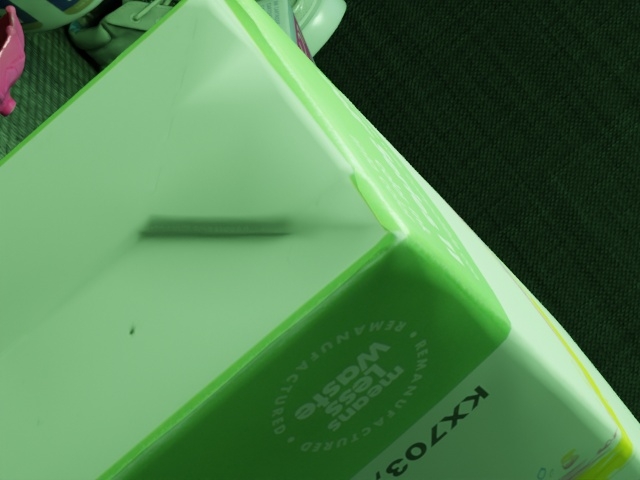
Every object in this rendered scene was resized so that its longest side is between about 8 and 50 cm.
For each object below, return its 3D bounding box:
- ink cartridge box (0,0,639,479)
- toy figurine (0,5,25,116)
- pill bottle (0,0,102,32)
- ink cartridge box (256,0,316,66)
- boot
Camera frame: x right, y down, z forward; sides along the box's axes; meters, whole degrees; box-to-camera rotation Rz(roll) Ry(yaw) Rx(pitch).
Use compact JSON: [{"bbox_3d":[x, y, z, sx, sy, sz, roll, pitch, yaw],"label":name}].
[{"bbox_3d":[0.001,0.095,0.628,0.119,0.207,0.353,54,8,36],"label":"ink cartridge box"},{"bbox_3d":[-0.214,-0.115,0.899,0.173,0.130,0.159,27,-20,29],"label":"toy figurine"},{"bbox_3d":[-0.224,-0.232,1.121,0.153,0.153,0.265,53,7,19],"label":"pill bottle"},{"bbox_3d":[0.008,-0.001,1.325,0.185,0.065,0.311,-95,166,-57],"label":"ink cartridge box"},{"bbox_3d":[-0.101,-0.168,1.449,0.123,0.258,0.095,42,54,-23],"label":"boot"}]
